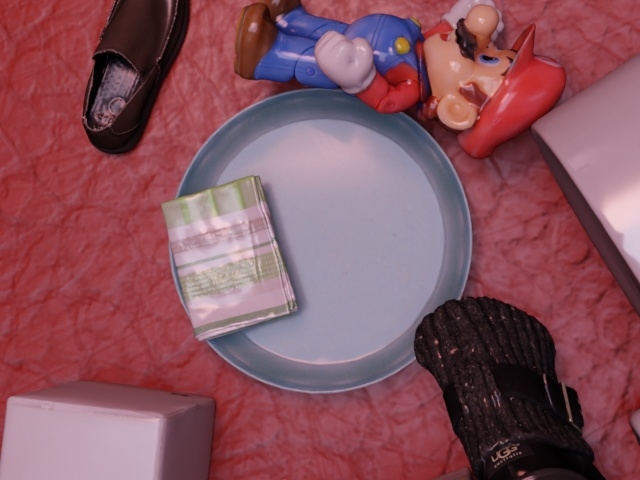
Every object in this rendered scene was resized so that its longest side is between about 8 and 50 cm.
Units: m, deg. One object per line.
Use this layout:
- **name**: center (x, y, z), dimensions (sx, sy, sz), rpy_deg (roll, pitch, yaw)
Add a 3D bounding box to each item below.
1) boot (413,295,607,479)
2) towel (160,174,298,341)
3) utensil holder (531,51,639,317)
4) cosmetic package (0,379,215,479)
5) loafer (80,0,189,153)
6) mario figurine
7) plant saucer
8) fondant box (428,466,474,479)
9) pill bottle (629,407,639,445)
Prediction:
- **boot**: center (0.227, 0.227, 1.325), dimensions (0.131, 0.348, 0.260), rpy_deg (-29, 43, 8)
- **towel**: center (-0.096, 0.018, 1.389), dimensions (0.113, 0.023, 0.152), rpy_deg (-16, 86, 5)
- **utensil holder**: center (0.432, -0.082, 1.225), dimensions (0.385, 0.327, 0.327), rpy_deg (-31, 85, 6)
- **cosmetic package**: center (-0.225, 0.378, 1.333), dimensions (0.161, 0.230, 0.453), rpy_deg (7, 88, 7)
- **loafer**: center (-0.197, -0.199, 1.420), dimensions (0.080, 0.078, 0.220), rpy_deg (14, 90, 7)
- **mario figurine**: center (0.087, -0.201, 1.323), dimensions (0.320, 0.170, 0.198), rpy_deg (14, 68, 6)
- **plant saucer**: center (0.000, 0.000, 1.411), dimensions (0.317, 0.044, 0.317), rpy_deg (0, 89, 6)
- **fondant box**: center (0.045, 0.311, 1.252), dimensions (0.238, 0.330, 0.096), rpy_deg (-21, 86, 5)
- **pill bottle**: center (0.459, 0.174, 1.293), dimensions (0.283, 0.161, 0.161), rpy_deg (-29, 85, 5)
